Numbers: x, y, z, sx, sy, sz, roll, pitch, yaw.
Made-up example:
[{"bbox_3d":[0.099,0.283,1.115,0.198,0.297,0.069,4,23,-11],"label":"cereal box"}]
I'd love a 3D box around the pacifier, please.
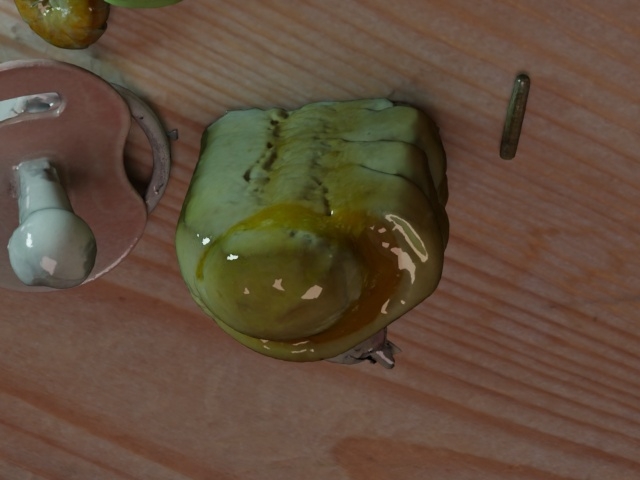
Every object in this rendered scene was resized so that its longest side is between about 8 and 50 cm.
[{"bbox_3d":[-0.319,-0.054,1.520,0.220,0.273,0.332,12,132,17],"label":"pacifier"}]

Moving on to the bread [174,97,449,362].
[{"bbox_3d":[0.000,0.000,1.450,0.300,0.341,0.210,-10,121,8],"label":"bread"}]

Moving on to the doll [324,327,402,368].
[{"bbox_3d":[0.007,0.100,1.656,0.192,0.095,0.149,6,143,48],"label":"doll"}]

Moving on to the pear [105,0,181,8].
[{"bbox_3d":[-0.133,-0.370,1.257,0.282,0.176,0.286,3,115,-6],"label":"pear"}]

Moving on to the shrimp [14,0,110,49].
[{"bbox_3d":[-0.276,-0.296,1.415,0.115,0.051,0.217,15,132,-4],"label":"shrimp"}]

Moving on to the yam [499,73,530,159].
[{"bbox_3d":[0.224,-0.141,1.514,0.021,0.021,0.116,6,132,0],"label":"yam"}]
